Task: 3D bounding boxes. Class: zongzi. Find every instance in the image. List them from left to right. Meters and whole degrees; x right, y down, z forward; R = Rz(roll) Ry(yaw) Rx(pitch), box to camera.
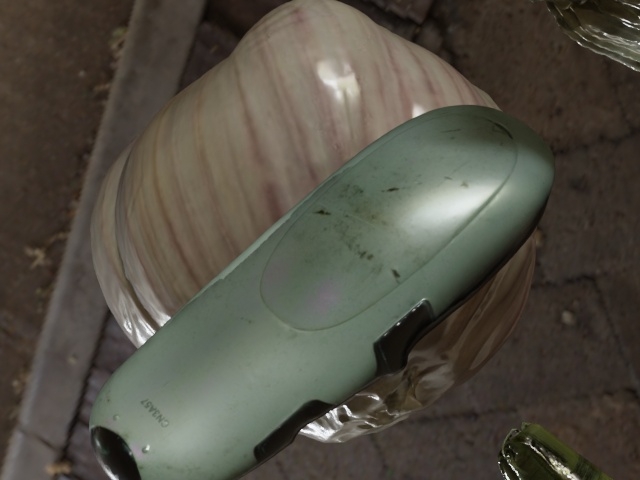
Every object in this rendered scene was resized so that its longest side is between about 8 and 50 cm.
[{"bbox_3d":[0.141,0.182,0.956,0.104,0.052,0.113,37,121,14],"label":"zongzi"}]

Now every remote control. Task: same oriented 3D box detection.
[{"bbox_3d":[0.004,0.022,0.682,0.097,0.256,0.045,39,163,32],"label":"remote control"}]

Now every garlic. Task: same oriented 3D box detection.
[{"bbox_3d":[0.000,0.000,0.984,0.317,0.317,0.259,-29,70,35],"label":"garlic"}]

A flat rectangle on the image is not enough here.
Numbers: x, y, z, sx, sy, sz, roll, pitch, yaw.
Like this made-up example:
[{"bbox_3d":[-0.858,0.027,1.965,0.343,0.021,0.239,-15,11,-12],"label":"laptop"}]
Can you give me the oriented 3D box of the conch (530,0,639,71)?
[{"bbox_3d":[0.153,-0.157,0.666,0.130,0.207,0.155,38,154,38],"label":"conch"}]
